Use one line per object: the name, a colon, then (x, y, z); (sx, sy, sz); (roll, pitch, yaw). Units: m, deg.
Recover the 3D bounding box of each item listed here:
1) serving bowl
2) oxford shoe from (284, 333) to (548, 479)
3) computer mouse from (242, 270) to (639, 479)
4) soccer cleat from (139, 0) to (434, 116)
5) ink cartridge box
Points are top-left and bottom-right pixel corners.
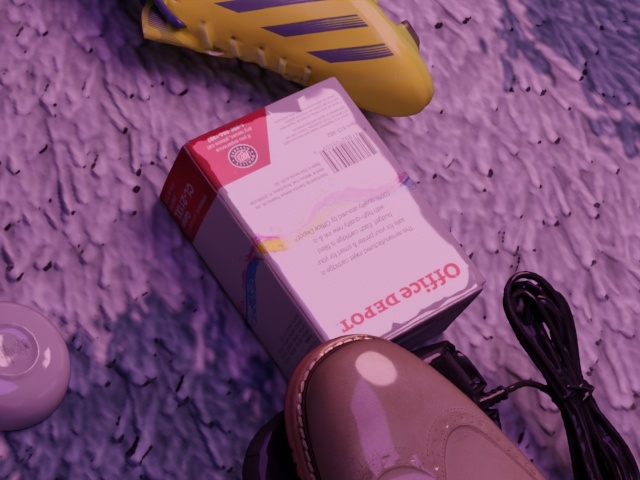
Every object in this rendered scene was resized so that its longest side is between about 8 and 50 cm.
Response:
serving bowl: (-0.187, 0.070, 1.109); (0.083, 0.027, 0.083); (10, 58, -16)
oxford shoe: (0.129, 0.205, 1.032); (0.140, 0.146, 0.397); (-35, 83, -26)
computer mouse: (0.075, 0.150, 1.152); (0.262, 0.060, 0.184); (-28, 91, -29)
soccer cleat: (-0.058, -0.156, 1.260); (0.289, 0.093, 0.121); (35, 65, 3)
ink cartridge box: (0.000, 0.000, 1.194); (0.127, 0.072, 0.175); (-26, 73, -32)
